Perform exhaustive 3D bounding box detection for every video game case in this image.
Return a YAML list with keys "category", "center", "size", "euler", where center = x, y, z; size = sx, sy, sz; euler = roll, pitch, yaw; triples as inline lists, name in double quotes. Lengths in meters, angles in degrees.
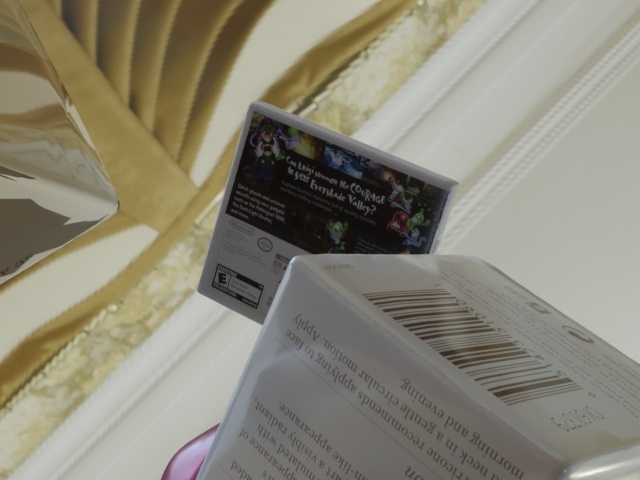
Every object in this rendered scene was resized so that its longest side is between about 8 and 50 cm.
- category: "video game case"
  center: [0.000, 0.000, 0.878]
  size: [0.190, 0.022, 0.173]
  euler: [25, -72, 25]

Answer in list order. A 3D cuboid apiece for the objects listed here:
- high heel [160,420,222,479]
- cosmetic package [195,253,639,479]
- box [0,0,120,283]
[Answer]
- category: "high heel"
  center: [-0.096, 0.306, 0.825]
  size: [0.377, 0.127, 0.181]
  euler: [-101, -148, -52]
- category: "cosmetic package"
  center: [0.049, 0.120, 0.496]
  size: [0.151, 0.151, 0.183]
  euler: [37, -68, 34]
- category: "box"
  center: [-0.194, -0.045, 0.312]
  size: [0.148, 0.311, 0.121]
  euler: [-30, -100, 7]
